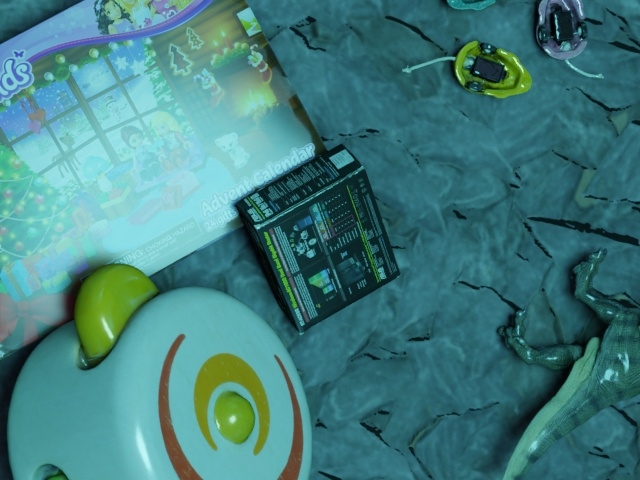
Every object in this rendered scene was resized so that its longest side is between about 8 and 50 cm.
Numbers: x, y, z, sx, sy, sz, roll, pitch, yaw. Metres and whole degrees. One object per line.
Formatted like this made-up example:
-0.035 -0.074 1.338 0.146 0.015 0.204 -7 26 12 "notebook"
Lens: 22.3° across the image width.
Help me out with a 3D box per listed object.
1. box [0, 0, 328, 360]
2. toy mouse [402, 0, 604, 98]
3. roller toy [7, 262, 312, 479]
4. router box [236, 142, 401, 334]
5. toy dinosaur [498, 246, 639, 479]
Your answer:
-0.162 -0.067 1.193 0.293 0.057 0.201 -30 96 -9 "box"
0.152 -0.179 1.264 0.161 0.031 0.143 14 89 -11 "toy mouse"
-0.104 0.131 1.127 0.191 0.146 0.209 18 62 -48 "roller toy"
0.000 0.000 1.204 0.092 0.038 0.122 -30 134 -10 "router box"
0.211 0.084 1.253 0.268 0.064 0.118 -33 78 -18 "toy dinosaur"
